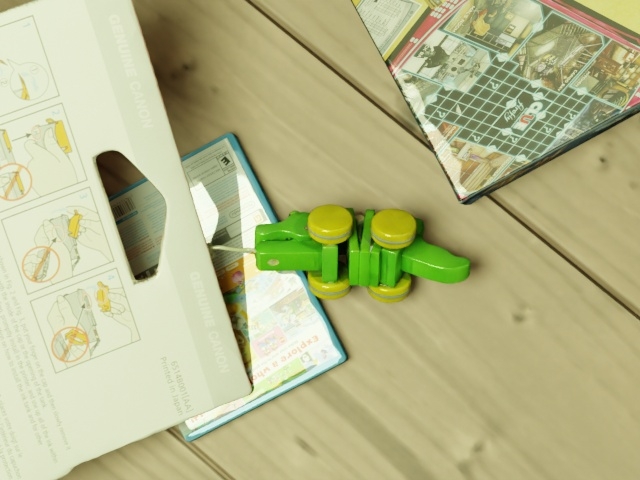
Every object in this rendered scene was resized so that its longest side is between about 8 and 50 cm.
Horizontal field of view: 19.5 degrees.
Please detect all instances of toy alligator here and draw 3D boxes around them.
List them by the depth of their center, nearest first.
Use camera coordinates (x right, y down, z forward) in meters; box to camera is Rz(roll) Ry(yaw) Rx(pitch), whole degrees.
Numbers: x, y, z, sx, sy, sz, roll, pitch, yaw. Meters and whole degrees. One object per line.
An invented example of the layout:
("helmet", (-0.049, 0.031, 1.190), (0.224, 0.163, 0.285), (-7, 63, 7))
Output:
("toy alligator", (0.000, 0.000, 1.174), (0.190, 0.051, 0.056), (4, 129, 3))

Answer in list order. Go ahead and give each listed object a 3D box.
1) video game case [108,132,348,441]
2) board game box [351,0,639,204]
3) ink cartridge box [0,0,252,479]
("video game case", (-0.071, 0.030, 1.207), (0.119, 0.015, 0.166), (-28, 83, 7))
("board game box", (0.157, -0.151, 1.162), (0.243, 0.042, 0.165), (-28, 83, 7))
("ink cartridge box", (-0.205, 0.010, 1.124), (0.261, 0.066, 0.296), (-22, 114, -16))
